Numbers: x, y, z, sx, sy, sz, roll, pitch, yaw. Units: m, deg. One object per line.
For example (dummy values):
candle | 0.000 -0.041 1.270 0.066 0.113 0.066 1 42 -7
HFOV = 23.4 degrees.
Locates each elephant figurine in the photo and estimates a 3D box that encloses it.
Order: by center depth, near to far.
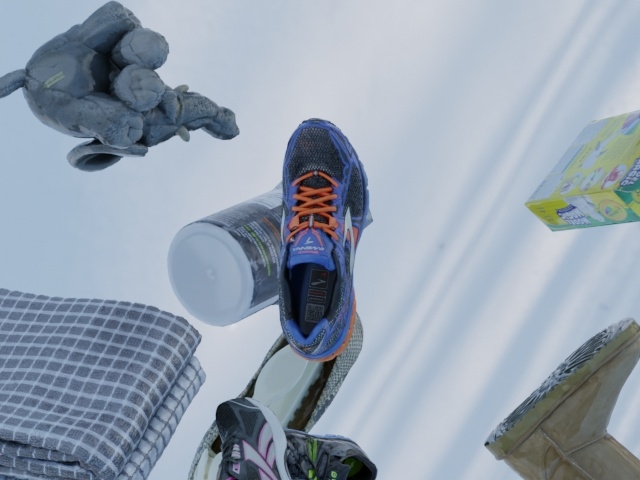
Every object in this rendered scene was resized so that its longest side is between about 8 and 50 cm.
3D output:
elephant figurine | -0.221 -0.146 1.714 0.169 0.186 0.239 -53 167 -7

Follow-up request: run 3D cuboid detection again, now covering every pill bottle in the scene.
pill bottle | -0.064 0.010 1.885 0.245 0.130 0.130 -25 139 -52

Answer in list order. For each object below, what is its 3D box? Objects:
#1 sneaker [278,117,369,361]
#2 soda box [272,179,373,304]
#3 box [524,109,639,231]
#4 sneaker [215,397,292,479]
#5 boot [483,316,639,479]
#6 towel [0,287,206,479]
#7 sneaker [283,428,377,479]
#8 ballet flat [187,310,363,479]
sneaker | 0.000 0.000 1.384 0.087 0.083 0.221 3 85 -82
soda box | -0.047 -0.002 2.143 0.098 0.091 0.286 -3 156 -32
box | 0.253 -0.062 1.297 0.105 0.043 0.179 -51 -169 -14
sneaker | -0.073 0.228 1.548 0.077 0.178 0.072 6 127 -36
boot | 0.352 0.251 1.738 0.236 0.269 0.089 -45 -178 17
towel | -0.293 0.162 1.633 0.235 0.283 0.121 -63 154 -45
sneaker | -0.009 0.258 1.768 0.188 0.078 0.067 6 104 -41
ballet flat | -0.092 0.289 2.364 0.483 0.164 0.182 -60 166 -6
